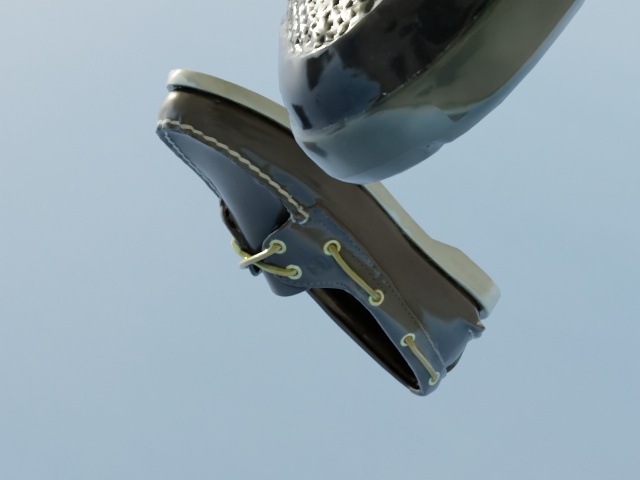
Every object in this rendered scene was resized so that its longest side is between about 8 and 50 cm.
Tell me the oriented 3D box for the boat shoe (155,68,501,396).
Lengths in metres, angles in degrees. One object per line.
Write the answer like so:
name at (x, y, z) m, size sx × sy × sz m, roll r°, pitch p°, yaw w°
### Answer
boat shoe at (0.000, 0.000, 0.849) m, size 0.228 × 0.081 × 0.068 m, roll 37°, pitch -104°, yaw -34°

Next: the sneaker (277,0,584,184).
sneaker at (0.011, -0.121, 0.389) m, size 0.130 × 0.087 × 0.227 m, roll 40°, pitch -130°, yaw -27°
